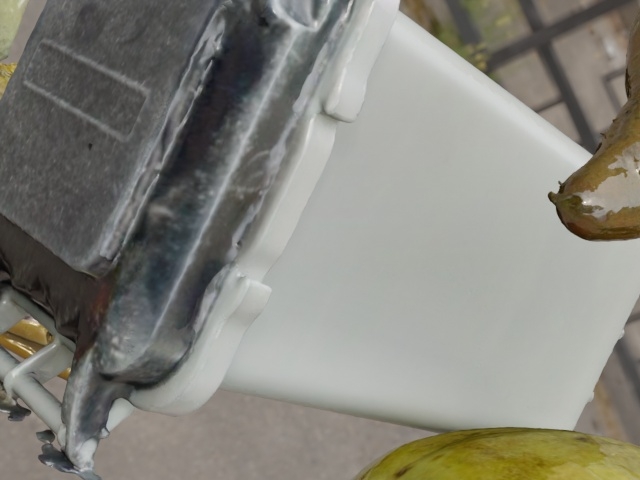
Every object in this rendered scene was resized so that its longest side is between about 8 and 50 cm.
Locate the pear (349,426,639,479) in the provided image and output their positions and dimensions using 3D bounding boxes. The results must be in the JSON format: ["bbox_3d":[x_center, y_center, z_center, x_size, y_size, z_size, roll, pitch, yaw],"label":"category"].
[{"bbox_3d":[0.117,0.246,0.793,0.304,0.304,0.304,40,37,-40],"label":"pear"}]

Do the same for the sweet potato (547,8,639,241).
[{"bbox_3d":[0.150,-0.055,0.647,0.053,0.054,0.182,52,41,-21],"label":"sweet potato"}]

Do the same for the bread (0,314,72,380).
[{"bbox_3d":[-0.196,0.076,1.246,0.200,0.077,0.116,21,12,4],"label":"bread"}]

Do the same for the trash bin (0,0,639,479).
[{"bbox_3d":[0.000,0.000,0.856,0.367,0.255,0.296,23,92,-40],"label":"trash bin"}]

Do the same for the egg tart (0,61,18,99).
[{"bbox_3d":[-0.309,-0.134,1.776,0.234,0.094,0.234,24,14,-6],"label":"egg tart"}]

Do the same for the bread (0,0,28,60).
[{"bbox_3d":[-0.405,-0.273,1.250,0.155,0.187,0.338,-68,153,-10],"label":"bread"}]
